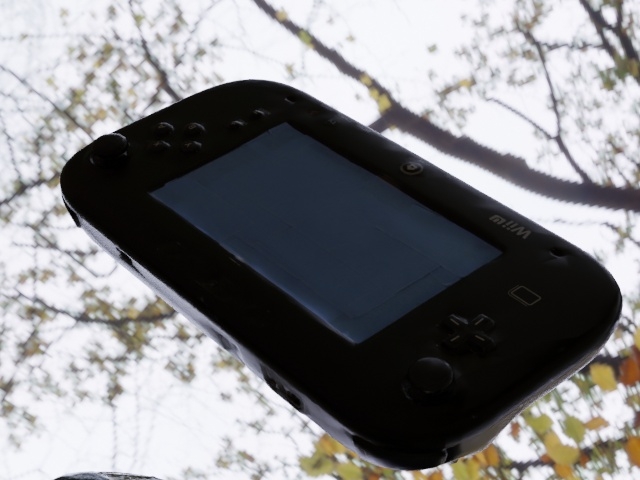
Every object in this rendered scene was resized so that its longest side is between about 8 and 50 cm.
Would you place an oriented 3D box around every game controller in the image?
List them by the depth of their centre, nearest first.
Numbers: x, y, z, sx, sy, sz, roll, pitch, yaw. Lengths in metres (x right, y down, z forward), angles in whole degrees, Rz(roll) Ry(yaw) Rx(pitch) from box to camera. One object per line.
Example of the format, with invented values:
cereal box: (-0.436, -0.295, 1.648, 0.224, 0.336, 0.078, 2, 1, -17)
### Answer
game controller: (0.000, 0.000, 0.696, 0.166, 0.067, 0.319, -37, -132, -23)

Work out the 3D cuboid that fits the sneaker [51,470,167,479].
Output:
sneaker: (-0.068, 0.221, 0.933, 0.283, 0.122, 0.110, 21, -127, -7)
